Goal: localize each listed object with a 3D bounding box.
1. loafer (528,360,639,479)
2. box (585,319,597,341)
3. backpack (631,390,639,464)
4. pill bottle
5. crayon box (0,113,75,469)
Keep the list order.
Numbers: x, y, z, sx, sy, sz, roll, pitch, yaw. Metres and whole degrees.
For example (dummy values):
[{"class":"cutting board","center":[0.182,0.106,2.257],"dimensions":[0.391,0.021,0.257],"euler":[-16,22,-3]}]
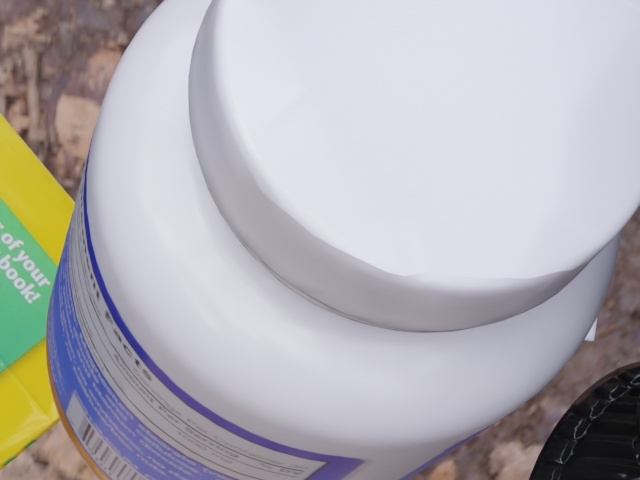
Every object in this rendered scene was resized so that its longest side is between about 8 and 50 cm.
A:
[{"class":"loafer","center":[0.097,0.132,0.474],"dimensions":[0.080,0.078,0.220],"euler":[0,51,22]},{"class":"box","center":[0.110,-0.047,1.408],"dimensions":[0.262,0.127,0.231],"euler":[10,85,-17]},{"class":"backpack","center":[0.144,-0.008,0.387],"dimensions":[0.115,0.182,0.152],"euler":[9,75,5]},{"class":"pill bottle","center":[0.000,0.000,0.508],"dimensions":[0.152,0.272,0.152],"euler":[5,70,-13]},{"class":"crayon box","center":[-0.315,0.008,0.905],"dimensions":[0.313,0.106,0.363],"euler":[-40,92,-34]}]
